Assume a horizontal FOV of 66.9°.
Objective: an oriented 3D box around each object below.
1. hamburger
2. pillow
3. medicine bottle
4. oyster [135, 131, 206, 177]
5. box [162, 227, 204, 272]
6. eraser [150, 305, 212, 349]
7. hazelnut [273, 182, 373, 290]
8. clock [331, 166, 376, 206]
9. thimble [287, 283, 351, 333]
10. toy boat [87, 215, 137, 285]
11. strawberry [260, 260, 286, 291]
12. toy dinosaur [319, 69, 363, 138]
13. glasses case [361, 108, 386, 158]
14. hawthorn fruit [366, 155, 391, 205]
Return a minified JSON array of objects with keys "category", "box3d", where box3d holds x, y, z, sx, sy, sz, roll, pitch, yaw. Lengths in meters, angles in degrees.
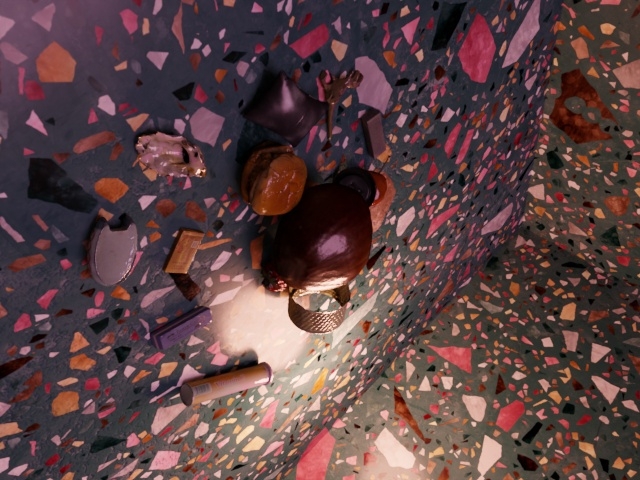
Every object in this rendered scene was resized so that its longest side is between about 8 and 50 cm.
[{"category":"hamburger","box3d":[-0.148,-0.193,1.583,0.244,0.163,0.244,-32,140,-31]},{"category":"pillow","box3d":[-0.100,-0.399,1.503,0.186,0.106,0.250,-47,146,18]},{"category":"medicine bottle","box3d":[-0.396,0.611,2.083,0.426,0.108,0.108,1,119,-49]},{"category":"oyster","box3d":[-0.402,-0.241,1.328,0.209,0.072,0.132,4,126,-30]},{"category":"box","box3d":[-0.442,0.034,1.563,0.089,0.022,0.156,6,115,-54]},{"category":"eraser","box3d":[-0.496,0.313,1.740,0.225,0.036,0.081,-29,142,-32]},{"category":"hazelnut","box3d":[0.000,0.000,1.759,0.421,0.352,0.421,-35,167,-9]},{"category":"clock","box3d":[0.133,-0.199,1.911,0.184,0.185,0.040,-68,170,21]},{"category":"thimble","box3d":[-0.010,0.259,2.076,0.271,0.271,0.149,-26,139,-35]},{"category":"toy boat","box3d":[-0.586,0.027,1.352,0.134,0.079,0.207,-14,120,-54]},{"category":"strawberry","box3d":[-0.162,0.139,1.912,0.148,0.131,0.131,-1,122,-41]},{"category":"toy dinosaur","box3d":[0.054,-0.478,1.657,0.200,0.072,0.251,5,108,-61]},{"category":"glasses case","box3d":[0.211,-0.420,1.917,0.071,0.047,0.205,-39,145,-13]},{"category":"hawthorn fruit","box3d":[0.222,-0.256,2.039,0.165,0.165,0.285,89,25,-43]}]
